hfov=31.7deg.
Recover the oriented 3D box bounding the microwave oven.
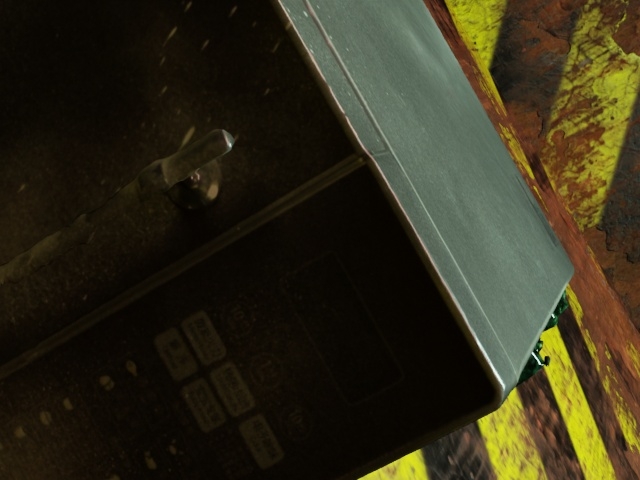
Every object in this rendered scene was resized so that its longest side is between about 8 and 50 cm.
[{"bbox_3d":[-0.094,-0.098,0.539,0.432,0.236,0.374,61,18,3],"label":"microwave oven"}]

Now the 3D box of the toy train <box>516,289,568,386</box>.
[{"bbox_3d":[0.106,0.009,1.072,0.330,0.138,0.178,51,28,-15],"label":"toy train"}]
